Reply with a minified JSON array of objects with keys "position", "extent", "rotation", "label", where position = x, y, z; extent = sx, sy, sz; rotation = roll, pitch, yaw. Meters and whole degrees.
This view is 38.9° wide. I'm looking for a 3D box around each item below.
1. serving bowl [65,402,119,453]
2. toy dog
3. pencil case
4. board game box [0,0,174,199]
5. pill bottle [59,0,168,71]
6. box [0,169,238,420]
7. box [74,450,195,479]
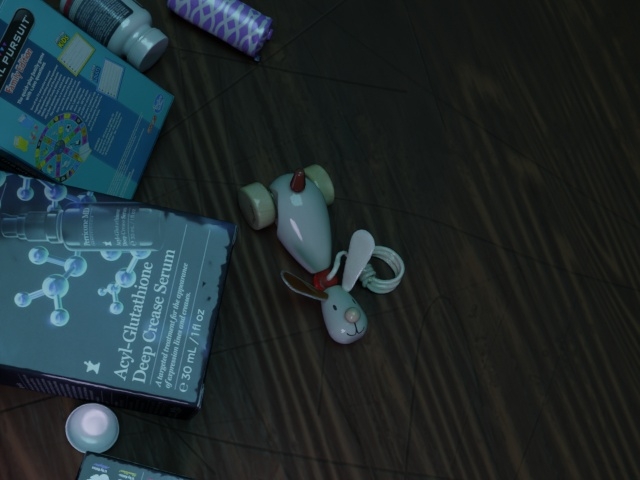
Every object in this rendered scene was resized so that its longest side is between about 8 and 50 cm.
[{"position":[-0.361,0.296,1.444],"extent":[0.083,0.027,0.083],"rotation":[0,97,-4],"label":"serving bowl"},{"position":[0.000,0.000,1.559],"extent":[0.333,0.161,0.220],"rotation":[44,69,3],"label":"toy dog"},{"position":[-0.184,-0.424,1.694],"extent":[0.206,0.086,0.088],"rotation":[30,34,-5],"label":"pencil case"},{"position":[-0.427,-0.216,1.482],"extent":[0.336,0.079,0.254],"rotation":[35,63,-37],"label":"board game box"},{"position":[-0.367,-0.390,1.626],"extent":[0.180,0.108,0.108],"rotation":[41,69,2],"label":"pill bottle"},{"position":[-0.357,0.093,1.420],"extent":[0.395,0.212,0.294],"rotation":[12,71,-8],"label":"box"},{"position":[-0.286,0.403,1.317],"extent":[0.163,0.247,0.142],"rotation":[17,69,-7],"label":"box"}]
